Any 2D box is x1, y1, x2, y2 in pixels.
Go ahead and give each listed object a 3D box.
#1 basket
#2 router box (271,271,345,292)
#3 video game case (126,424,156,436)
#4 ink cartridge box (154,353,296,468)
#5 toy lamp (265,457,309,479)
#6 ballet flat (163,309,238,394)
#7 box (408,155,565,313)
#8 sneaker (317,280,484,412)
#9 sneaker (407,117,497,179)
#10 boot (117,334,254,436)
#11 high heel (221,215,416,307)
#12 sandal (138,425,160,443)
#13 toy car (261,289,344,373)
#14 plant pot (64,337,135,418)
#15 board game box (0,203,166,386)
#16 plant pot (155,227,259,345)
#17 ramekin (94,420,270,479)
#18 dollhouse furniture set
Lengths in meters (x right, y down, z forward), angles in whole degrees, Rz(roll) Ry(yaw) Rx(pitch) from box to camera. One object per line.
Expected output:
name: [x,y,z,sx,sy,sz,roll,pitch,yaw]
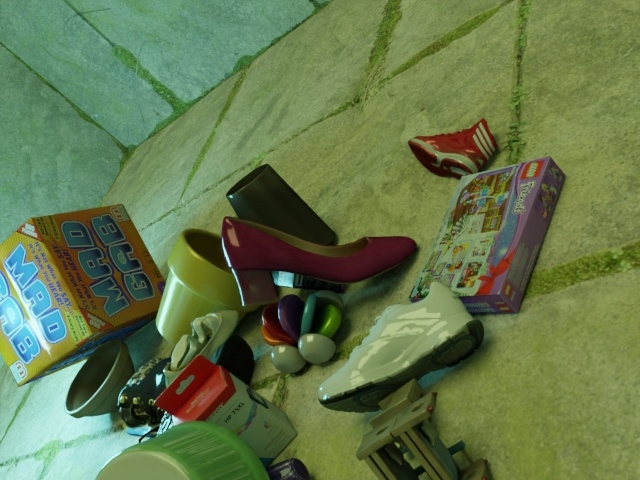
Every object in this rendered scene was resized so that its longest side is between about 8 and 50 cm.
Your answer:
basket: [-0.109,-0.055,1.673,0.204,0.227,0.154,-25,20,37]
router box: [-0.049,0.083,1.537,0.178,0.133,0.046,2,83,56]
video game case: [-0.421,0.416,1.775,0.119,0.015,0.166,-14,43,48]
ink cartridge box: [-0.175,0.328,1.288,0.134,0.231,0.078,-47,27,2]
toy lamp: [-0.132,0.471,1.206,0.274,0.080,0.080,-42,27,12]
ballet flat: [-0.253,0.213,1.481,0.086,0.086,0.248,-23,25,40]
box: [0.293,-0.005,1.233,0.200,0.057,0.293,-10,45,52]
sneaker: [0.120,0.183,1.154,0.297,0.111,0.129,-32,50,10]
sneaker: [0.292,-0.203,1.495,0.128,0.087,0.221,-43,38,-8]
boot: [-0.325,0.377,1.516,0.284,0.138,0.377,-15,37,36]
high heel: [0.000,0.000,1.373,0.377,0.182,0.127,-16,10,-11]
sandal: [-0.389,0.462,1.638,0.179,0.040,0.067,-42,28,12]
toy car: [-0.045,0.167,1.416,0.182,0.136,0.159,-26,34,37]
plant pot: [-0.591,0.398,1.946,0.237,0.109,0.237,-36,29,24]
board game box: [-0.724,0.149,2.050,0.356,0.356,0.356,-33,-6,27]
plant pot: [-0.277,0.134,1.712,0.239,0.254,0.254,-59,24,13]
ramekin: [-0.232,0.454,1.123,0.303,0.148,0.304,-3,84,28]
dollhouse furniture set: [0.156,0.288,1.017,0.129,0.129,0.183,-38,-1,18]
